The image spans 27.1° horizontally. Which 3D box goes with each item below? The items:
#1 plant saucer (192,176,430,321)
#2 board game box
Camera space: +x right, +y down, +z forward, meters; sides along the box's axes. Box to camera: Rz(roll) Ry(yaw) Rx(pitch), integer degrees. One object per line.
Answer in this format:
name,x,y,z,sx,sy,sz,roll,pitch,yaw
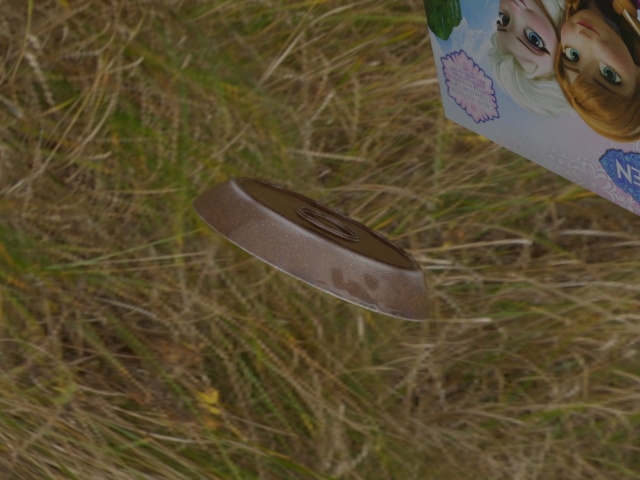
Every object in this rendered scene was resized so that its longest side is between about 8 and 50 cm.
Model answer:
plant saucer,0.000,0.000,0.846,0.168,0.168,0.029,24,99,-16
board game box,0.192,-0.176,0.958,0.066,0.319,0.318,-34,131,-21
